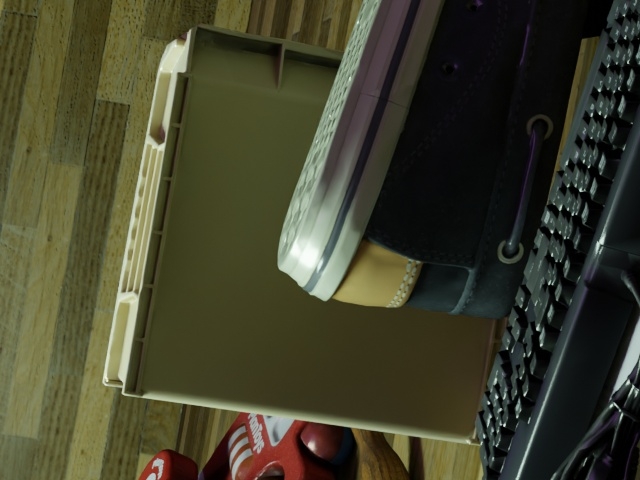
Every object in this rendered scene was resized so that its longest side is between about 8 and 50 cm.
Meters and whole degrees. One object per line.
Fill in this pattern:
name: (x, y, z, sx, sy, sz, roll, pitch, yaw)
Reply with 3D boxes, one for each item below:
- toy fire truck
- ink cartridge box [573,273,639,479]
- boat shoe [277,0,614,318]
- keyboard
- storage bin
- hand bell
toy fire truck: (-0.062, 0.251, 1.559, 0.254, 0.169, 0.302, -59, 17, 12)
ink cartridge box: (0.139, 0.155, 0.792, 0.165, 0.065, 0.332, -149, 68, -79)
boat shoe: (0.127, -0.183, 0.942, 0.187, 0.156, 0.500, 149, 142, -82)
keyboard: (0.130, 0.006, 0.723, 0.201, 0.033, 0.317, -103, 23, -62)
storage bin: (0.000, 0.000, 1.119, 0.123, 0.262, 0.260, -170, 90, -78)
hand bell: (0.038, 0.150, 1.304, 0.242, 0.126, 0.126, -112, 30, -45)
